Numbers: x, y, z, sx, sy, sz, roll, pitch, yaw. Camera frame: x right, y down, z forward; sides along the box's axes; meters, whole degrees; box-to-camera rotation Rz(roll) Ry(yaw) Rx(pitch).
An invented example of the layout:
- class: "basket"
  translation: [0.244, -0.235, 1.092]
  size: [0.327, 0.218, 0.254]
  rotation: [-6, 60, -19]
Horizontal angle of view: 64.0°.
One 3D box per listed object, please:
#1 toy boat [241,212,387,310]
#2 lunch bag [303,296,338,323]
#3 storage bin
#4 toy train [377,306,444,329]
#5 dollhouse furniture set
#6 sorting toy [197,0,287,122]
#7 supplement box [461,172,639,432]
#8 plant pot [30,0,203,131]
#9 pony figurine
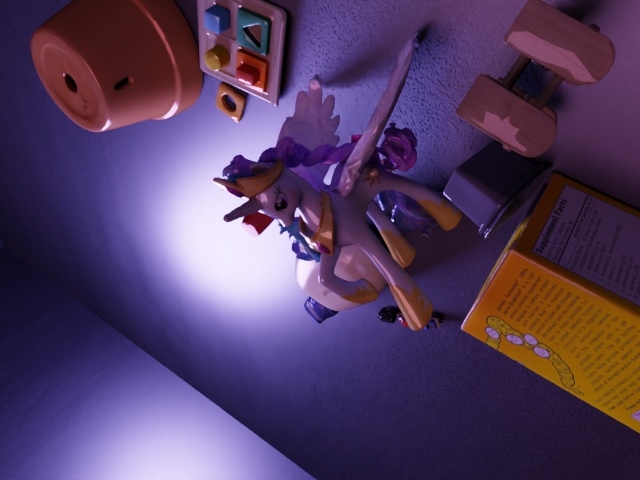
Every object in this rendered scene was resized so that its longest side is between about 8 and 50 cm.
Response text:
- class: "toy boat"
  translation: [0.000, 0.000, 1.038]
  size: [0.318, 0.148, 0.267]
  rotation: [36, 149, -4]
- class: "lunch bag"
  translation: [0.009, 0.140, 1.189]
  size: [0.065, 0.098, 0.067]
  rotation: [-35, 98, 34]
- class: "storage bin"
  translation: [0.245, -0.076, 0.735]
  size: [0.091, 0.135, 0.098]
  rotation: [43, 145, 20]
- class: "toy train"
  translation: [0.189, 0.167, 1.096]
  size: [0.158, 0.036, 0.027]
  rotation: [0, 126, 42]
- class: "dollhouse furniture set"
  translation: [0.284, -0.186, 0.519]
  size: [0.161, 0.212, 0.242]
  rotation: [36, 116, 11]
- class: "sorting toy"
  translation: [-0.150, -0.340, 0.897]
  size: [0.196, 0.047, 0.347]
  rotation: [31, 142, 15]
- class: "supplement box"
  translation: [0.413, 0.100, 0.692]
  size: [0.357, 0.194, 0.195]
  rotation: [30, 142, 17]
- class: "plant pot"
  translation: [-0.406, -0.347, 0.997]
  size: [0.291, 0.203, 0.290]
  rotation: [24, 139, 23]
- class: "pony figurine"
  translation: [0.050, -0.088, 0.768]
  size: [0.363, 0.350, 0.303]
  rotation: [37, 151, -25]
